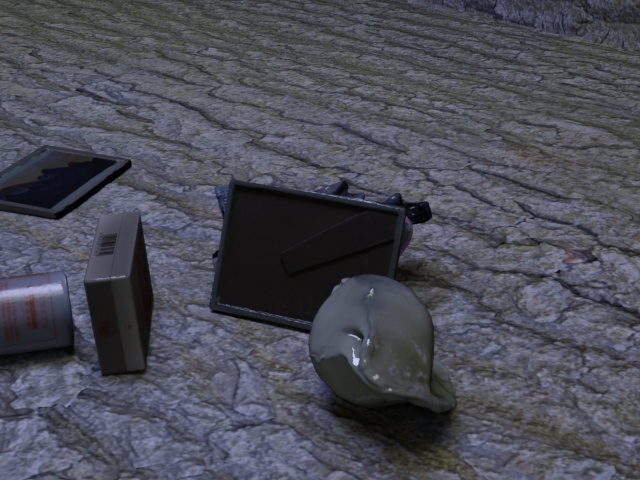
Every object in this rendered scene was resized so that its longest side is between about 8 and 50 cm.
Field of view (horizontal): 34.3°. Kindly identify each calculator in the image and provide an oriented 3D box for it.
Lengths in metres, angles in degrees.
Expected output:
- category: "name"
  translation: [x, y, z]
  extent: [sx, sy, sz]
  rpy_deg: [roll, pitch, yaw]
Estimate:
- category: "calculator"
  translation: [-0.141, -0.057, 1.748]
  extent: [0.057, 0.018, 0.172]
  rpy_deg: [-6, 28, -10]

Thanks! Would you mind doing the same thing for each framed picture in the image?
- category: "framed picture"
  translation: [-0.021, 0.027, 1.390]
  extent: [0.260, 0.188, 0.023]
  rpy_deg: [10, 4, 19]
- category: "framed picture"
  translation: [-0.478, -0.107, 1.841]
  extent: [0.192, 0.018, 0.265]
  rpy_deg: [10, 27, 15]

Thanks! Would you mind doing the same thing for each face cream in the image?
- category: "face cream"
  translation: [-0.444, 0.101, 1.310]
  extent: [0.252, 0.101, 0.101]
  rpy_deg: [-6, 27, -15]

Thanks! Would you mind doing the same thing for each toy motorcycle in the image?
- category: "toy motorcycle"
  translation: [0.000, 0.000, 1.471]
  extent: [0.327, 0.143, 0.188]
  rpy_deg: [-13, 10, 4]

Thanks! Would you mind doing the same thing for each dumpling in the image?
- category: "dumpling"
  translation: [0.082, 0.134, 1.227]
  extent: [0.193, 0.147, 0.258]
  rpy_deg: [40, 10, -11]

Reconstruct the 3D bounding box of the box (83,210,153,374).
- category: "box"
  translation: [-0.259, 0.064, 1.350]
  extent: [0.058, 0.141, 0.201]
  rpy_deg: [-6, 24, -4]
